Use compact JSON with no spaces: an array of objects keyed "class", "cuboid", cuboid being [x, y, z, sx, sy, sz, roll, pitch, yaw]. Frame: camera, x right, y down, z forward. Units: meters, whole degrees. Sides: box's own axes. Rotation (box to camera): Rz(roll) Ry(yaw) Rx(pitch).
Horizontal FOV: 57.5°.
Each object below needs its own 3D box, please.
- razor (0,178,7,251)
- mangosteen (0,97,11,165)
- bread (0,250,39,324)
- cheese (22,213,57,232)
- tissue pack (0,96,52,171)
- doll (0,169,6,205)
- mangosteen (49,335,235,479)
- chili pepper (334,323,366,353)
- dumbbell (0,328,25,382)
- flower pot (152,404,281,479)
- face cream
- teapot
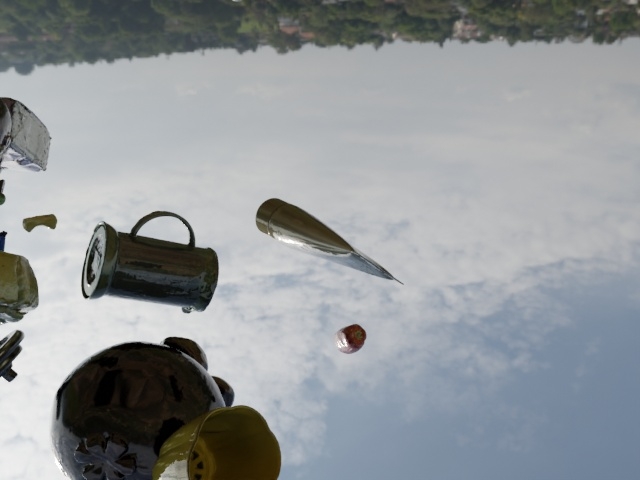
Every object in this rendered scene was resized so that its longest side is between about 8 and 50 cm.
[{"class":"razor","cuboid":[-0.896,-0.076,1.607,0.056,0.093,0.324,5,-144,-31]},{"class":"mangosteen","cuboid":[-0.636,-0.194,0.972,0.217,0.192,0.192,29,-170,-19]},{"class":"bread","cuboid":[-0.603,0.088,0.994,0.186,0.123,0.257,-29,159,30]},{"class":"cheese","cuboid":[-0.723,-0.043,1.504,0.083,0.044,0.030,-16,-165,-40]},{"class":"tissue pack","cuboid":[-0.806,-0.239,1.278,0.344,0.125,0.242,4,173,-7]},{"class":"doll","cuboid":[-0.911,-0.192,1.496,0.186,0.321,0.198,-30,158,5]},{"class":"mangosteen","cuboid":[-0.384,0.395,1.320,0.383,0.381,0.435,1,-171,8]},{"class":"chili pepper","cuboid":[0.076,0.257,1.527,0.071,0.073,0.123,24,158,-6]},{"class":"dumbbell","cuboid":[-0.877,0.251,1.458,0.192,0.290,0.192,-35,-160,15]},{"class":"flower pot","cuboid":[-0.199,0.404,1.043,0.179,0.195,0.195,-26,180,39]},{"class":"face cream","cuboid":[0.000,0.000,1.098,0.137,0.084,0.341,34,175,-42]},{"class":"teapot","cuboid":[-0.424,0.055,1.539,0.337,0.270,0.200,14,-171,-34]}]
